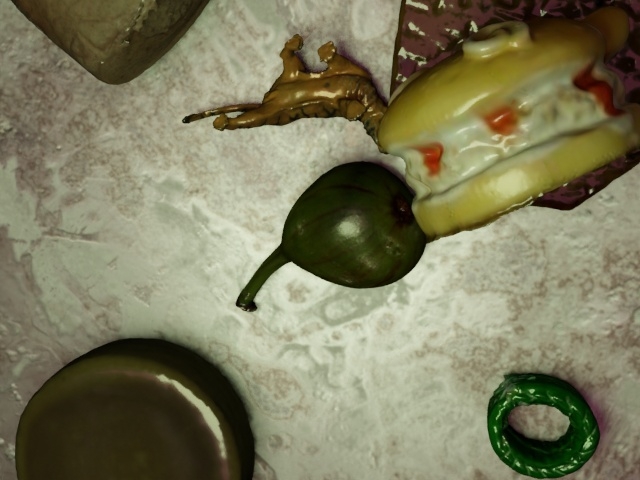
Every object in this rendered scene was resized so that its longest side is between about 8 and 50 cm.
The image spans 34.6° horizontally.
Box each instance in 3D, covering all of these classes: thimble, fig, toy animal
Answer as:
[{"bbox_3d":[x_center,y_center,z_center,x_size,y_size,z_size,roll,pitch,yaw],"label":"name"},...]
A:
[{"bbox_3d":[0.260,0.218,1.226,0.130,0.090,0.118,43,101,1],"label":"thimble"},{"bbox_3d":[0.000,0.000,1.238,0.259,0.151,0.151,-21,94,36],"label":"fig"},{"bbox_3d":[-0.039,-0.167,1.226,0.255,0.116,0.114,-1,73,13],"label":"toy animal"}]

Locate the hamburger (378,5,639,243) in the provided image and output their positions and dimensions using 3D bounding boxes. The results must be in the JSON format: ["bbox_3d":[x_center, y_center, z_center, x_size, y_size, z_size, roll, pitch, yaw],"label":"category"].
[{"bbox_3d":[0.210,-0.135,1.068,0.303,0.261,0.186,-22,90,-12],"label":"hamburger"}]

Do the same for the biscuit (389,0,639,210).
[{"bbox_3d":[0.253,-0.209,1.196,0.359,0.046,0.359,1,97,6],"label":"biscuit"}]

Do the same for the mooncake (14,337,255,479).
[{"bbox_3d":[-0.220,0.262,1.259,0.284,0.155,0.284,1,96,9],"label":"mooncake"}]

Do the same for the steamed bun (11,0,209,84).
[{"bbox_3d":[-0.213,-0.354,1.167,0.251,0.199,0.301,44,122,14],"label":"steamed bun"}]
